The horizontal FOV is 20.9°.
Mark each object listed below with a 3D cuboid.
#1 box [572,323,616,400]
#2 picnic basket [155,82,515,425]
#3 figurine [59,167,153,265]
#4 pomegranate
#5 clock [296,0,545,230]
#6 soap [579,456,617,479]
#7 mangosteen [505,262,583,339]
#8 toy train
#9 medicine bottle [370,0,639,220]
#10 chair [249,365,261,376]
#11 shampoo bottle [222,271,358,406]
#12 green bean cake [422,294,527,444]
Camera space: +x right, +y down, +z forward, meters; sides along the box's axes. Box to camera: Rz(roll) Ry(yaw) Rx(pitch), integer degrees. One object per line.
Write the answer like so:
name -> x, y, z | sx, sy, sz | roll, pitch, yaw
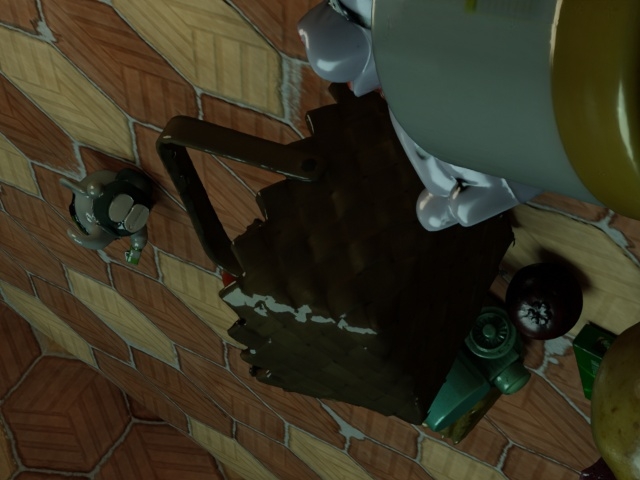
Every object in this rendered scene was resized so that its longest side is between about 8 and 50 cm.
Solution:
box -> 0.378, 0.178, 1.830 | 0.235, 0.034, 0.132 | 28, 158, 28
picnic basket -> 0.000, 0.000, 1.710 | 0.321, 0.291, 0.254 | 19, 155, 24
figurine -> -0.295, -0.046, 2.431 | 0.147, 0.126, 0.192 | 25, 180, -23
pomegranate -> 0.345, 0.151, 1.633 | 0.196, 0.196, 0.196 | 34, 161, 13
clock -> 0.092, -0.156, 1.399 | 0.254, 0.189, 0.189 | 52, 158, -20
soap -> 0.389, 0.321, 2.060 | 0.162, 0.099, 0.250 | 37, 163, 27
mangosteen -> 0.228, 0.060, 1.771 | 0.081, 0.081, 0.081 | 34, 161, 13
toy train -> 0.107, 0.085, 1.849 | 0.248, 0.159, 0.101 | 51, 178, 19
medicine bottle -> 0.189, -0.141, 1.117 | 0.232, 0.238, 0.238 | 20, 154, 46
chair -> 0.035, 0.111, 1.917 | 0.212, 0.101, 0.084 | 12, 141, -11
shampoo bottle -> -0.010, 0.115, 2.291 | 0.104, 0.104, 0.278 | 12, 148, 53
green bean cake -> 0.116, 0.121, 2.031 | 0.224, 0.131, 0.230 | 36, 161, 11
